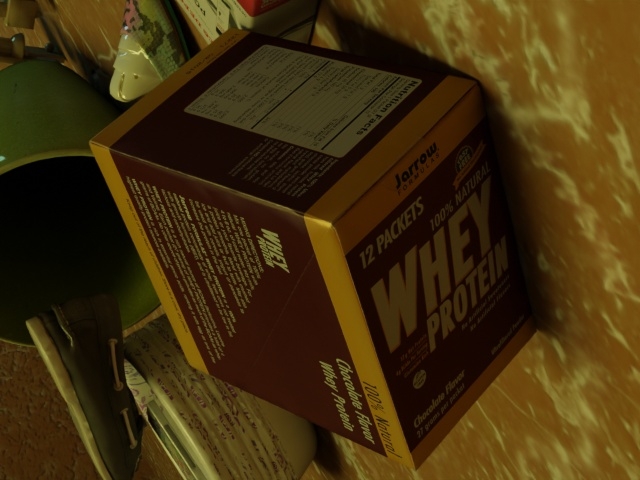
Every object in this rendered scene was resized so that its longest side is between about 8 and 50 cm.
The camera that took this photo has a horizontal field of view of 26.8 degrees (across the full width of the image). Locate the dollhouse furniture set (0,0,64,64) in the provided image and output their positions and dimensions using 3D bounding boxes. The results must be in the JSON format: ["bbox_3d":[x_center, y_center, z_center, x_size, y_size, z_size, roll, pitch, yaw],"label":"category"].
[{"bbox_3d":[-0.356,-0.292,1.645,0.144,0.123,0.151,35,117,55],"label":"dollhouse furniture set"}]

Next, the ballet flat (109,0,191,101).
[{"bbox_3d":[-0.138,-0.122,1.191,0.077,0.079,0.221,34,151,58],"label":"ballet flat"}]

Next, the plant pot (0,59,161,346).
[{"bbox_3d":[-0.311,-0.076,1.550,0.293,0.275,0.275,-113,5,-47],"label":"plant pot"}]

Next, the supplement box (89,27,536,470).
[{"bbox_3d":[0.000,0.000,0.803,0.194,0.129,0.191,19,141,39],"label":"supplement box"}]

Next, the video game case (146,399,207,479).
[{"bbox_3d":[-0.158,0.240,1.513,0.122,0.011,0.087,54,164,13],"label":"video game case"}]

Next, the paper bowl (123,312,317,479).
[{"bbox_3d":[-0.111,0.206,1.593,0.284,0.148,0.284,52,163,24],"label":"paper bowl"}]

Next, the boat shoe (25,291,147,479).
[{"bbox_3d":[-0.237,0.177,1.513,0.112,0.095,0.335,54,164,34],"label":"boat shoe"}]

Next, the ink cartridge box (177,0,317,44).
[{"bbox_3d":[-0.051,-0.173,0.867,0.099,0.056,0.135,54,163,13],"label":"ink cartridge box"}]
